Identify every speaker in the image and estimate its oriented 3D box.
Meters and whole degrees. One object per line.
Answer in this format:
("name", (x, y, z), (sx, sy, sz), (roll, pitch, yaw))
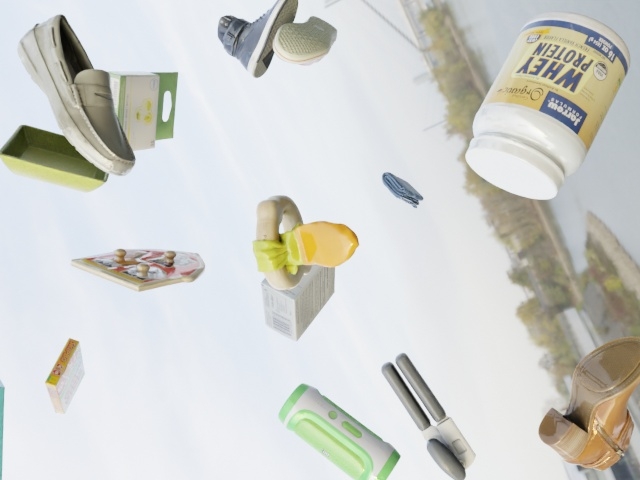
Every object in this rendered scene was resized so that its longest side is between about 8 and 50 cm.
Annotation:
("speaker", (0.043, 0.477, 1.603), (0.296, 0.131, 0.131), (34, -172, 14))

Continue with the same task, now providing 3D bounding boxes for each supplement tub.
("supplement tub", (0.446, -0.263, 1.313), (0.228, 0.316, 0.228), (28, 172, 4))

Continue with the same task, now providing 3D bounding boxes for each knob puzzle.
("knob puzzle", (-0.276, 0.032, 1.085), (0.213, 0.213, 0.030), (-49, -35, -74))

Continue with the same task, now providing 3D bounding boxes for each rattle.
("rattle", (0.000, 0.000, 0.884), (0.200, 0.143, 0.130), (31, -140, -65))

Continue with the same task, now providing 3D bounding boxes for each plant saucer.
("plant saucer", (-0.499, -0.151, 1.261), (0.188, 0.045, 0.188), (15, -157, -17))

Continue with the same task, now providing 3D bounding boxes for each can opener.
("can opener", (0.229, 0.376, 1.403), (0.283, 0.076, 0.095), (56, -171, 4))

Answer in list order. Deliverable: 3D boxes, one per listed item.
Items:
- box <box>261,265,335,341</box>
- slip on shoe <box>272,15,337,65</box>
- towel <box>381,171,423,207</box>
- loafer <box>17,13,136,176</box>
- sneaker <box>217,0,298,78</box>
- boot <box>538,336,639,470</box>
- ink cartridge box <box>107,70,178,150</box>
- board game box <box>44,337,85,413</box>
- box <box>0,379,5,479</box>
("box", (-0.036, 0.083, 1.170), (0.137, 0.072, 0.126), (-50, -26, -35))
("slip on shoe", (-0.039, -0.473, 1.621), (0.123, 0.101, 0.331), (31, -152, -1))
("towel", (0.161, -0.101, 1.311), (0.067, 0.029, 0.119), (49, -164, 22))
("loafer", (-0.421, -0.260, 1.176), (0.319, 0.111, 0.112), (55, -163, 5))
("sneaker", (-0.163, -0.542, 1.631), (0.163, 0.226, 0.086), (44, -152, 17))
("boot", (0.401, 0.229, 0.906), (0.152, 0.197, 0.073), (33, -165, -33))
("ink cartridge box", (-0.392, -0.297, 1.504), (0.235, 0.056, 0.171), (-22, -53, -56))
("board game box", (-0.654, 0.357, 1.699), (0.259, 0.039, 0.124), (120, 171, -56))
("box", (-0.750, 0.433, 1.477), (0.060, 0.100, 0.244), (0, -81, -35))
